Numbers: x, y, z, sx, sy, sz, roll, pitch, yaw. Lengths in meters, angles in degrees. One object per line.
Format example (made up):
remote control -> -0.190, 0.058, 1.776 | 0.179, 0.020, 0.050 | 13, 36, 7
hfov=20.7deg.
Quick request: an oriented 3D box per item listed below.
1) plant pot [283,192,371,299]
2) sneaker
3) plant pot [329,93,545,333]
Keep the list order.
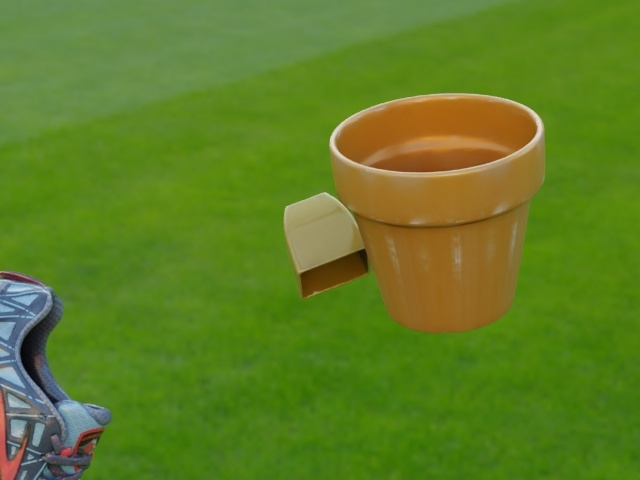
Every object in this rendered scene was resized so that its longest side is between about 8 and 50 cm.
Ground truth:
plant pot -> 0.000, 0.000, 1.830 | 0.081, 0.083, 0.081 | -21, -22, -6
sneaker -> -0.202, 0.149, 1.187 | 0.125, 0.261, 0.104 | -11, 0, 3
plant pot -> 0.119, -0.020, 1.706 | 0.205, 0.188, 0.205 | -5, 25, 2
